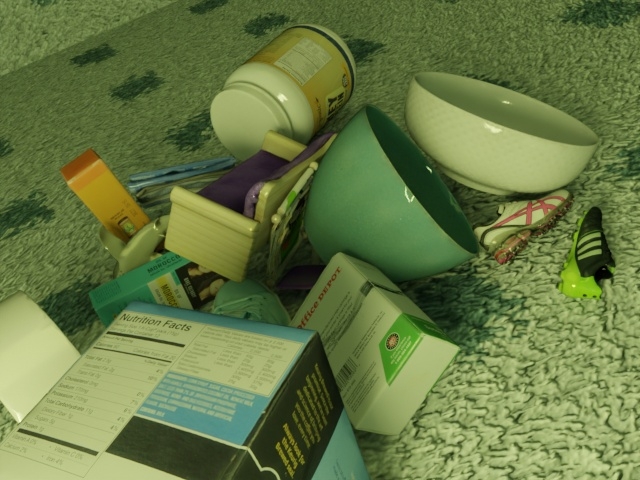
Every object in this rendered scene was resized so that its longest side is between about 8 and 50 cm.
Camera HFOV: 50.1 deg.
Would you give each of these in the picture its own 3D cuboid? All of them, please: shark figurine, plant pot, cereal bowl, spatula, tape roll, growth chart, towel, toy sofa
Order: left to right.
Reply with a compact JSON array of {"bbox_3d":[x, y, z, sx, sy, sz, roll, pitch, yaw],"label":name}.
[{"bbox_3d":[-0.355,0.207,0.904,0.100,0.286,0.286,-39,41,-27],"label":"tape roll"},{"bbox_3d":[-0.304,0.003,1.289,0.278,0.166,0.116,-40,7,-23],"label":"shark figurine"},{"bbox_3d":[-0.273,-0.113,1.369,0.209,0.034,0.285,-13,-2,-11],"label":"towel"},{"bbox_3d":[-0.105,-0.096,1.188,0.150,0.177,0.362,25,31,11],"label":"toy sofa"},{"bbox_3d":[-0.048,-0.028,1.162,0.021,0.237,0.172,25,56,9],"label":"growth chart"},{"bbox_3d":[0.000,0.000,1.249,0.084,0.030,0.296,-1,38,19],"label":"spatula"},{"bbox_3d":[0.088,-0.044,1.098,0.195,0.290,0.290,-36,31,20],"label":"plant pot"},{"bbox_3d":[0.301,-0.176,1.214,0.339,0.141,0.339,14,25,-7],"label":"cereal bowl"}]

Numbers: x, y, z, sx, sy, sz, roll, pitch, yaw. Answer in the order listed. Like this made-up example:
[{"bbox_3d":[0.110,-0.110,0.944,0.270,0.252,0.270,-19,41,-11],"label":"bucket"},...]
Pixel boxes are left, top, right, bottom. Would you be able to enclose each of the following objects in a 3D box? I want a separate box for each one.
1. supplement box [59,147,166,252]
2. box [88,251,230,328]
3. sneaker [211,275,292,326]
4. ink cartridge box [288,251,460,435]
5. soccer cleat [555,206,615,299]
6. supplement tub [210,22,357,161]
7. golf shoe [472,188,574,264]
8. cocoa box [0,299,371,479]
[{"bbox_3d":[-0.392,-0.061,1.314,0.078,0.233,0.080,-39,37,-11],"label":"supplement box"},{"bbox_3d":[-0.263,0.083,1.189,0.244,0.100,0.060,-28,38,-14],"label":"box"},{"bbox_3d":[-0.106,0.140,1.002,0.135,0.150,0.366,-19,35,-4],"label":"sneaker"},{"bbox_3d":[0.062,0.134,0.927,0.153,0.087,0.208,-57,41,12],"label":"ink cartridge box"},{"bbox_3d":[0.411,0.020,1.035,0.072,0.060,0.178,15,52,24],"label":"soccer cleat"},{"bbox_3d":[-0.080,-0.330,1.558,0.229,0.228,0.316,10,44,32],"label":"supplement tub"},{"bbox_3d":[0.333,-0.041,1.113,0.186,0.067,0.086,-32,65,-21],"label":"golf shoe"},{"bbox_3d":[-0.100,0.264,0.662,0.232,0.347,0.228,5,41,29],"label":"cocoa box"}]
